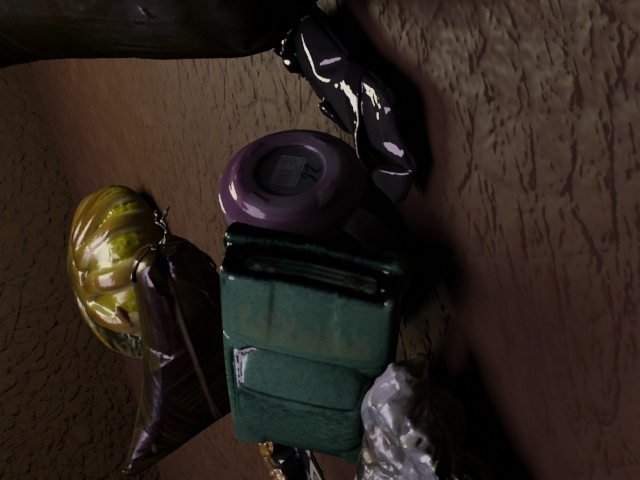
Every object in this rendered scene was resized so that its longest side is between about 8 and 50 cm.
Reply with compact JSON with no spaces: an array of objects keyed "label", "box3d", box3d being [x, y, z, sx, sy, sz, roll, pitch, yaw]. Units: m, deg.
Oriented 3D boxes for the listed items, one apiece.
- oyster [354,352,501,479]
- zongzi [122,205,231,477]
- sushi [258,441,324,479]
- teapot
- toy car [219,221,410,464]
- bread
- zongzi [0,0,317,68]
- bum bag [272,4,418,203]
[{"label":"oyster","box3d":[0.085,0.227,0.768,0.198,0.112,0.267,125,129,-67]},{"label":"zongzi","box3d":[-0.183,0.129,1.144,0.247,0.241,0.111,54,176,-37]},{"label":"sushi","box3d":[-0.057,0.276,1.341,0.192,0.040,0.210,97,150,-52]},{"label":"teapot","box3d":[0.000,-0.008,0.844,0.146,0.148,0.116,80,-163,-50]},{"label":"toy car","box3d":[-0.006,0.102,0.823,0.320,0.142,0.097,92,-169,-59]},{"label":"bread","box3d":[-0.344,0.056,1.788,0.333,0.160,0.332,164,90,-72]},{"label":"zongzi","box3d":[-0.120,-0.318,0.828,0.404,0.432,0.207,7,145,33]},{"label":"bum bag","box3d":[0.013,-0.109,0.761,0.197,0.049,0.087,56,161,40]}]
